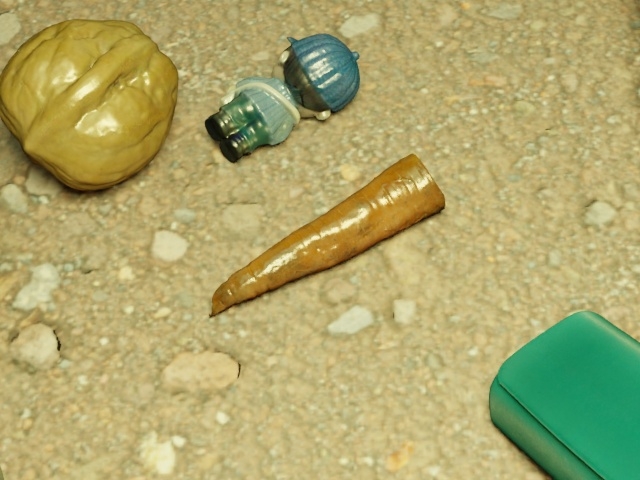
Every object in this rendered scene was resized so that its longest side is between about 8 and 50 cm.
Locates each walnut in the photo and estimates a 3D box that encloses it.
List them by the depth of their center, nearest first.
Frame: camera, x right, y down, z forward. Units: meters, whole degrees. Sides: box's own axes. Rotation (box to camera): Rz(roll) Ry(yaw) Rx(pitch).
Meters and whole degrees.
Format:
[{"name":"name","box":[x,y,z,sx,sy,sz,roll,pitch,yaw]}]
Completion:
[{"name":"walnut","box":[-0.208,-0.125,1.260,0.166,0.149,0.166,10,63,-21]}]

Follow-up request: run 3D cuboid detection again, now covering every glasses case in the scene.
[{"name":"glasses case","box":[0.234,0.146,0.933,0.117,0.070,0.301,-27,32,-15]}]

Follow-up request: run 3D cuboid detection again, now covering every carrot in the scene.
[{"name":"carrot","box":[0.000,0.000,1.174,0.224,0.057,0.057,-29,51,-12]}]

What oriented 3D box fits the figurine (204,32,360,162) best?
[{"name":"figurine","box":[-0.035,-0.136,1.285,0.149,0.087,0.086,-35,90,-20]}]

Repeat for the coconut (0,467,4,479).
[{"name":"coconut","box":[-0.360,0.184,0.910,0.309,0.297,0.297,-8,48,5]}]
